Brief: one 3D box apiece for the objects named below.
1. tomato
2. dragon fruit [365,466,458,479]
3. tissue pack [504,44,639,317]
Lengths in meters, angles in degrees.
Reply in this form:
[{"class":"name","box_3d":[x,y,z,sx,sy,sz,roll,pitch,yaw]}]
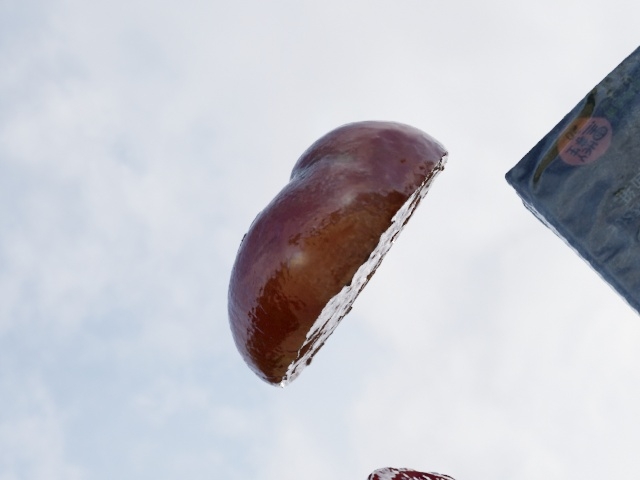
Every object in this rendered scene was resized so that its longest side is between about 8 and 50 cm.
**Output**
[{"class":"tomato","box_3d":[0.000,0.000,1.198,0.237,0.095,0.237,-55,-5,-7]},{"class":"dragon fruit","box_3d":[0.051,0.217,0.812,0.211,0.262,0.134,35,-84,-32]},{"class":"tissue pack","box_3d":[0.360,-0.035,1.503,0.228,0.316,0.103,-45,-39,5]}]
